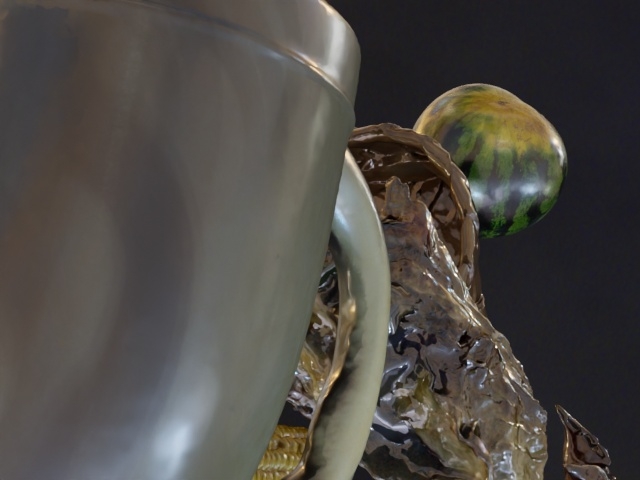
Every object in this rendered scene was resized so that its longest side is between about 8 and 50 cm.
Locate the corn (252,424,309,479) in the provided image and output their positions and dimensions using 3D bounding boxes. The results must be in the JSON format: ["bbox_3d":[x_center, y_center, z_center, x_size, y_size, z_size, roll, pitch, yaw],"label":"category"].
[{"bbox_3d":[-0.073,0.172,0.670,0.231,0.080,0.080,14,-146,-44],"label":"corn"}]

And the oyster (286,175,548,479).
[{"bbox_3d":[0.056,0.124,0.815,0.221,0.096,0.361,-31,-90,11],"label":"oyster"}]

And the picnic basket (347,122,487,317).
[{"bbox_3d":[0.000,0.000,1.000,0.337,0.337,0.293,-8,-108,-5],"label":"picnic basket"}]

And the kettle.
[{"bbox_3d":[-0.083,0.046,0.505,0.228,0.321,0.324,-2,-106,48],"label":"kettle"}]

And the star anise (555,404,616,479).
[{"bbox_3d":[0.353,0.323,1.090,0.103,0.272,0.272,-15,-133,17],"label":"star anise"}]

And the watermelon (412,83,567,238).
[{"bbox_3d":[0.270,-0.127,1.510,0.269,0.269,0.269,-1,-130,1],"label":"watermelon"}]
